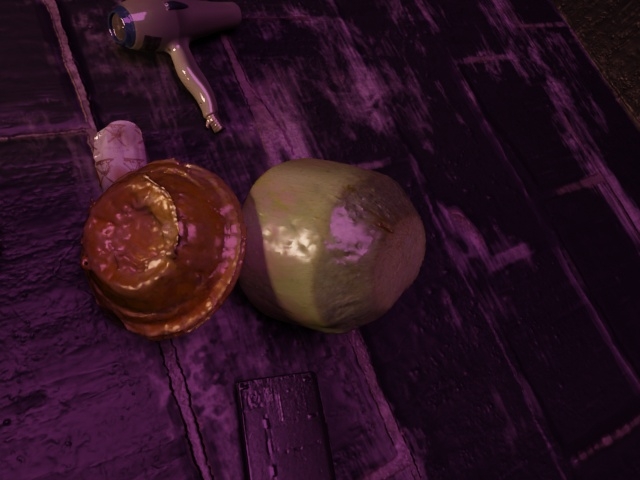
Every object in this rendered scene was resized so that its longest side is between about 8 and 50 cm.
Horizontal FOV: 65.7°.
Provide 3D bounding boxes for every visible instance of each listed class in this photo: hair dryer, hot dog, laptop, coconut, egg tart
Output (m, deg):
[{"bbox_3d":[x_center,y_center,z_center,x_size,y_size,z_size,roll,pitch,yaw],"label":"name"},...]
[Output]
[{"bbox_3d":[-0.246,-0.409,1.049,0.298,0.119,0.295,46,51,-17],"label":"hair dryer"},{"bbox_3d":[-0.343,-0.124,0.876,0.099,0.053,0.191,-10,74,-27],"label":"hot dog"},{"bbox_3d":[-0.053,0.323,0.806,0.154,0.026,0.207,0,66,-24],"label":"laptop"},{"bbox_3d":[0.000,0.000,0.850,0.281,0.329,0.328,54,41,-48],"label":"coconut"},{"bbox_3d":[-0.252,0.006,0.736,0.291,0.115,0.289,-4,78,18],"label":"egg tart"}]

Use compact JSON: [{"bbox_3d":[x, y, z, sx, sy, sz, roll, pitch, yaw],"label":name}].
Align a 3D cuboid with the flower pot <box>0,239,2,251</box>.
[{"bbox_3d":[-0.568,-0.034,0.604,0.291,0.259,0.290,11,61,-21],"label":"flower pot"}]
